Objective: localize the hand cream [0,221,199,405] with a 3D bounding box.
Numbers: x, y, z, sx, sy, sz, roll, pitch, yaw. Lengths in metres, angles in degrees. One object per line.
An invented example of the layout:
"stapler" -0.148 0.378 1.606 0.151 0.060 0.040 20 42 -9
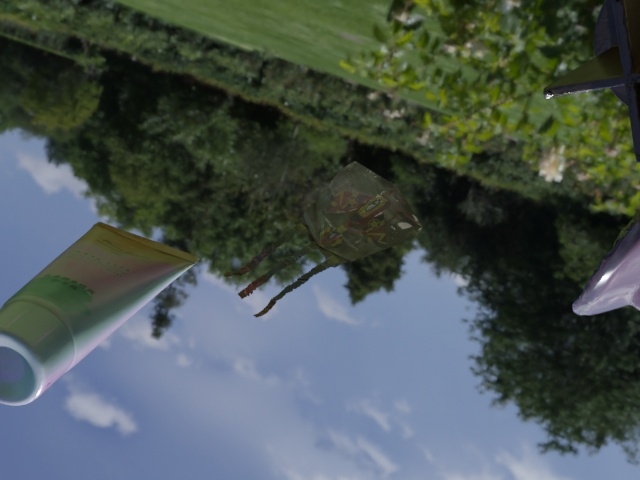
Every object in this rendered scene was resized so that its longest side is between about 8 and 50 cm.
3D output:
"hand cream" -0.139 0.031 0.495 0.076 0.047 0.174 20 -155 7

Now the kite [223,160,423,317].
"kite" 0.000 0.001 1.029 0.141 0.245 0.015 47 163 32

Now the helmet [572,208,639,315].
"helmet" 0.343 -0.042 0.586 0.197 0.338 0.271 31 155 15

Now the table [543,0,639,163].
"table" 0.291 -0.158 0.721 0.167 0.167 0.227 23 -149 24
